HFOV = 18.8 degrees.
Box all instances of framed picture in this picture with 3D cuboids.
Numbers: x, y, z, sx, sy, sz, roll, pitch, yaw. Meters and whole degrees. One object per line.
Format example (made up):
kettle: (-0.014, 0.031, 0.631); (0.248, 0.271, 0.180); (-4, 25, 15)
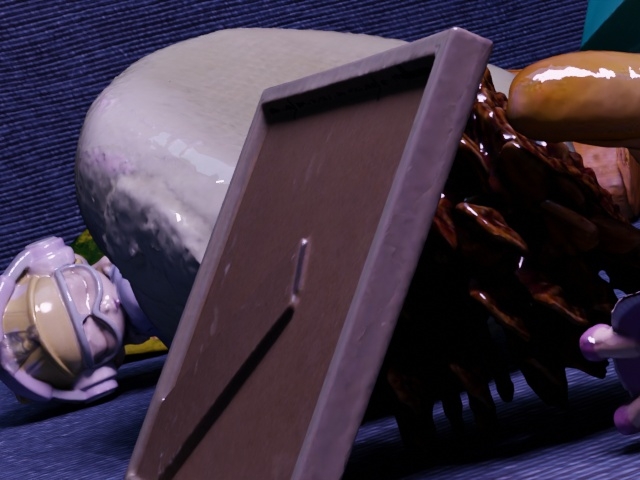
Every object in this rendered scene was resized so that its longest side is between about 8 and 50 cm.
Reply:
framed picture: (-0.019, 0.026, 0.804); (0.020, 0.211, 0.289); (21, -6, -15)

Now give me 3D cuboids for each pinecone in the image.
pinecone: (0.058, 0.019, 0.868); (0.165, 0.163, 0.163); (-47, -4, 15)

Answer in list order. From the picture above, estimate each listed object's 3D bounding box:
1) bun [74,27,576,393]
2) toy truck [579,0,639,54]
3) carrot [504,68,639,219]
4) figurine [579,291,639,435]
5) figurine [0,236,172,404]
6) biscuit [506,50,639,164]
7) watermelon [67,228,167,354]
bun: (0.000, 0.000, 1.100); (0.293, 0.187, 0.293); (6, 23, -3)
toy truck: (0.225, -0.075, 0.934); (0.124, 0.253, 0.114); (-14, 45, 33)
carrot: (0.149, -0.059, 1.652); (0.254, 0.196, 0.196); (-2, 7, 13)
figurine: (0.191, 0.017, 0.786); (0.115, 0.094, 0.156); (-13, 9, 41)
figurine: (-0.169, 0.054, 1.385); (0.184, 0.128, 0.208); (-21, -1, -35)
biscuit: (0.201, -0.050, 0.786); (0.208, 0.047, 0.164); (2, -8, 35)
watermelon: (-0.108, 0.014, 1.615); (0.303, 0.128, 0.159); (-17, 4, -30)
